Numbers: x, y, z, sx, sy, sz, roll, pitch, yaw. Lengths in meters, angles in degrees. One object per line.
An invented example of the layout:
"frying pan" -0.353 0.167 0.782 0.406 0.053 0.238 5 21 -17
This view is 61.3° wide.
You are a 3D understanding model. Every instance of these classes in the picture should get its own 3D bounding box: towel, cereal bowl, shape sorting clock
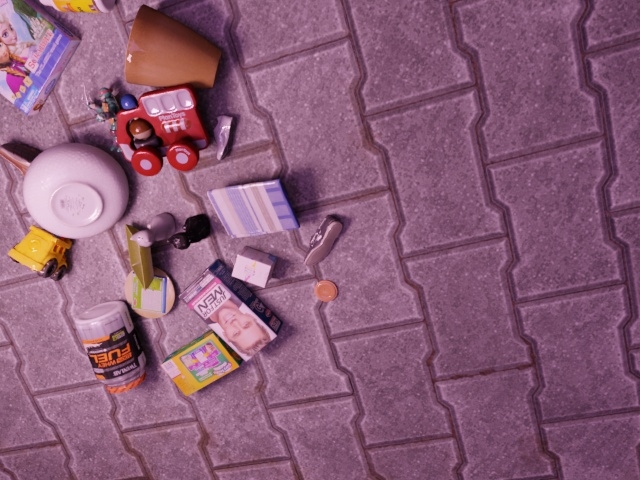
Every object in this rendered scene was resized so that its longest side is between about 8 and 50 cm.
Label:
"towel" -0.224 -0.104 1.818 0.285 0.034 0.209 -7 127 24
"cereal bowl" -0.819 -0.147 1.823 0.339 0.141 0.338 -11 123 -17
"shape sorting clock" -0.643 0.194 2.038 0.207 0.040 0.206 2 102 8

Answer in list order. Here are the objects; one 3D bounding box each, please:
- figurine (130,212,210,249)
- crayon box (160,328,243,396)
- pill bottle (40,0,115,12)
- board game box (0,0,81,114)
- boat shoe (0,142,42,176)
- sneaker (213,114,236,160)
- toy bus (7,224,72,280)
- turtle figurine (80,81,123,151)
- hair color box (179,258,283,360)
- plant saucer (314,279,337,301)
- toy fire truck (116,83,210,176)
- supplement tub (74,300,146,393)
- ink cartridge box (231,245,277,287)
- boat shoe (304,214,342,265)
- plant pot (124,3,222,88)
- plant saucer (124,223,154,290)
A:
"figurine" -0.515 -0.024 1.854 0.215 0.209 0.092 3 108 8
"crayon box" -0.451 0.462 2.078 0.279 0.081 0.165 -32 101 17
"pill bottle" -0.765 -0.776 1.688 0.215 0.117 0.117 5 109 8
"board game box" -1.014 -0.644 1.799 0.318 0.066 0.318 40 110 -5
"boat shoe" -0.992 -0.230 1.911 0.325 0.123 0.116 31 113 -1
"sneaker" -0.326 -0.344 1.804 0.061 0.054 0.152 19 105 12
"toy bus" -0.991 0.022 1.980 0.150 0.220 0.211 27 78 4
"turtle figurine" -0.704 -0.415 1.790 0.118 0.175 0.234 -24 117 -15
"hair color box" -0.323 0.255 1.975 0.347 0.105 0.174 45 110 -8
"plant saucer" 0.019 0.182 1.943 0.084 0.013 0.083 3 108 8
"toy fire truck" -0.509 -0.359 1.724 0.303 0.169 0.253 -7 126 10
"supplement tub" -0.785 0.404 2.053 0.194 0.193 0.315 -11 107 13
"ink cartridge box" -0.241 0.089 1.912 0.143 0.092 0.089 20 111 4
"boat shoe" 0.000 0.000 1.872 0.206 0.075 0.065 -56 50 26
"plant pot" -0.442 -0.564 1.668 0.255 0.237 0.237 15 111 -12
"plant saucer" -0.642 0.054 1.932 0.045 0.188 0.188 -15 124 -28
